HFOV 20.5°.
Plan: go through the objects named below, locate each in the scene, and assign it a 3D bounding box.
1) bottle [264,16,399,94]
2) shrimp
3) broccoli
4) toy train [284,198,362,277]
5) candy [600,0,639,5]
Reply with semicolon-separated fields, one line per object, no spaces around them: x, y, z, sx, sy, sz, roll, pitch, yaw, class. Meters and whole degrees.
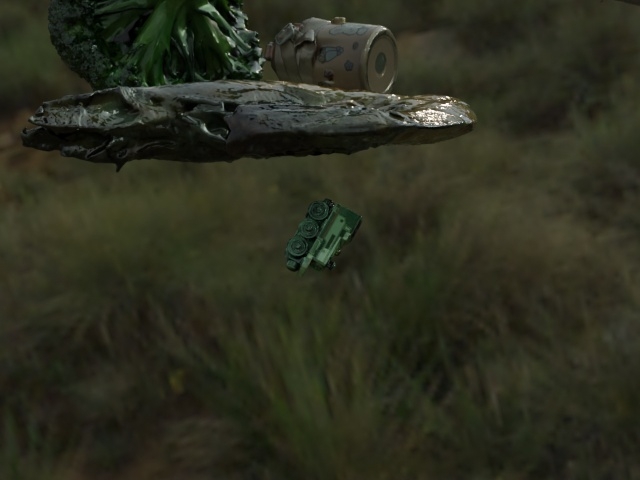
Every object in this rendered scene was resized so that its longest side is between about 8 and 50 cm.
0.005;-0.209;2.040;0.152;0.099;0.099;11;36;29;bottle
-0.058;-0.105;1.659;0.445;0.085;0.272;-3;8;-23;shrimp
-0.188;-0.280;2.146;0.297;0.297;0.297;-37;-1;-36;broccoli
0.000;0.000;1.699;0.053;0.033;0.083;29;67;0;toy train
0.324;-0.297;1.435;0.155;0.116;0.265;12;-30;-27;candy
